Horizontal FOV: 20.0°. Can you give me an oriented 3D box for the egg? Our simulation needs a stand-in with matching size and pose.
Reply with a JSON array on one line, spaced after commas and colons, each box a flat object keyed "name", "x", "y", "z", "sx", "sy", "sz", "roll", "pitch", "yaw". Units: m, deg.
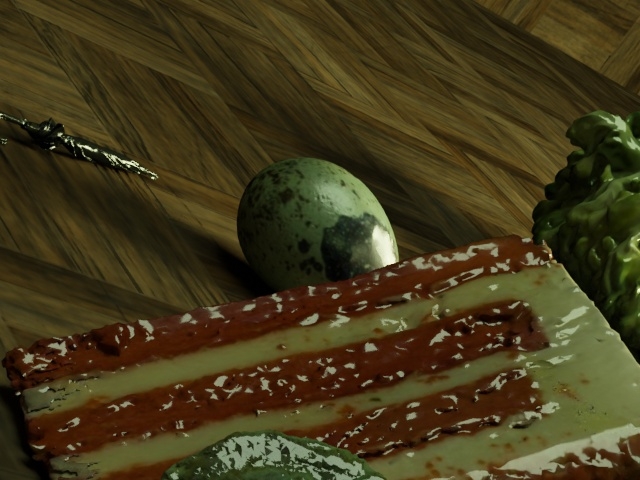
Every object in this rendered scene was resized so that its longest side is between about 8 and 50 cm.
[{"name": "egg", "x": 0.000, "y": 0.000, "z": 1.089, "sx": 0.110, "sy": 0.085, "sz": 0.085, "roll": 48, "pitch": 16, "yaw": 3}]

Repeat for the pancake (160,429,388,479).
[{"name": "pancake", "x": -0.015, "y": 0.122, "z": 0.660, "sx": 0.129, "sy": 0.022, "sz": 0.116, "roll": -11, "pitch": 57, "yaw": -24}]

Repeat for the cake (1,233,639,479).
[{"name": "cake", "x": 0.024, "y": 0.074, "z": 0.768, "sx": 0.262, "sy": 0.159, "sz": 0.158, "roll": 21, "pitch": 23, "yaw": -39}]

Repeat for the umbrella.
[{"name": "umbrella", "x": -0.144, "y": -0.058, "z": 1.081, "sx": 0.149, "sy": 0.022, "sz": 0.022, "roll": 13, "pitch": 69, "yaw": -56}]

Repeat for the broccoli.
[{"name": "broccoli", "x": 0.314, "y": 0.000, "z": 1.466, "sx": 0.288, "sy": 0.245, "sz": 0.248, "roll": 32, "pitch": 23, "yaw": 7}]
